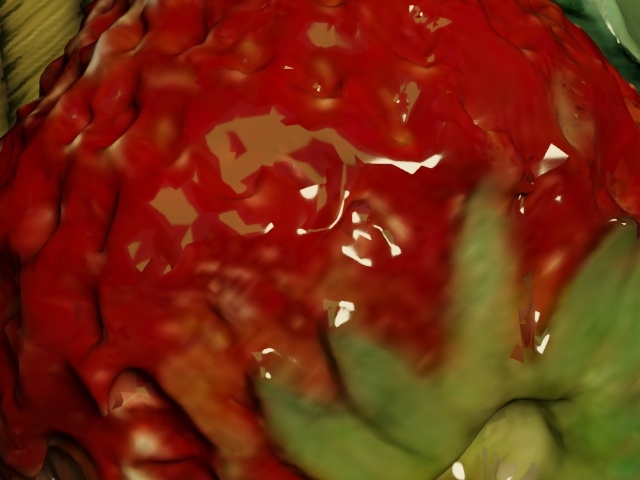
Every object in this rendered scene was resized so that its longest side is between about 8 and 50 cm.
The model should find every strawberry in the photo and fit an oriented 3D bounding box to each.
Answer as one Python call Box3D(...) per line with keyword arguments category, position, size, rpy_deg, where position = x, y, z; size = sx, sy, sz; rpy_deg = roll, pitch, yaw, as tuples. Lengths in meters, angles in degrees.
Box3D(category="strawberry", position=(-0.003, 0.013, 0.629), size=(0.292, 0.292, 0.310), rpy_deg=(-44, 32, -7))

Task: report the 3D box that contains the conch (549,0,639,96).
Box3D(category="conch", position=(0.138, -0.155, 0.749), size=(0.196, 0.134, 0.202), rpy_deg=(40, 70, -10))
